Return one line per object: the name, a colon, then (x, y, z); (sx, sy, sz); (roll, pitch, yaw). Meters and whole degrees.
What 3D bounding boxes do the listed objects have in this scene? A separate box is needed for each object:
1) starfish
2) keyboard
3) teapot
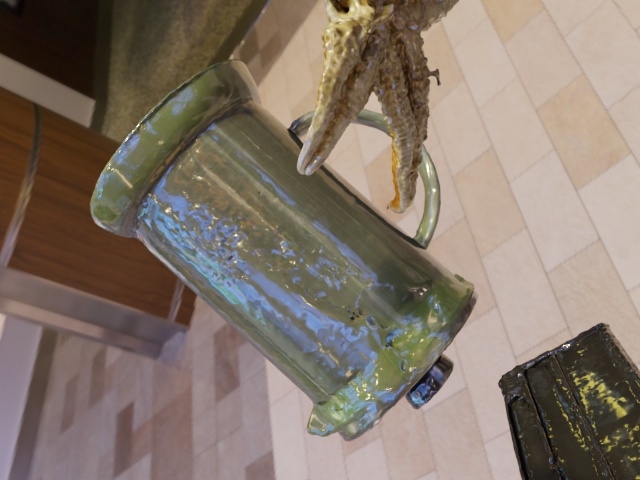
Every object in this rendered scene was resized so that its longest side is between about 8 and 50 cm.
starfish: (0.051, -0.143, 0.422); (0.050, 0.138, 0.248); (16, 94, 32)
keyboard: (0.139, 0.110, 0.343); (0.087, 0.017, 0.250); (-31, 11, 15)
teapot: (0.000, 0.000, 0.657); (0.270, 0.337, 0.200); (-47, -3, -13)
